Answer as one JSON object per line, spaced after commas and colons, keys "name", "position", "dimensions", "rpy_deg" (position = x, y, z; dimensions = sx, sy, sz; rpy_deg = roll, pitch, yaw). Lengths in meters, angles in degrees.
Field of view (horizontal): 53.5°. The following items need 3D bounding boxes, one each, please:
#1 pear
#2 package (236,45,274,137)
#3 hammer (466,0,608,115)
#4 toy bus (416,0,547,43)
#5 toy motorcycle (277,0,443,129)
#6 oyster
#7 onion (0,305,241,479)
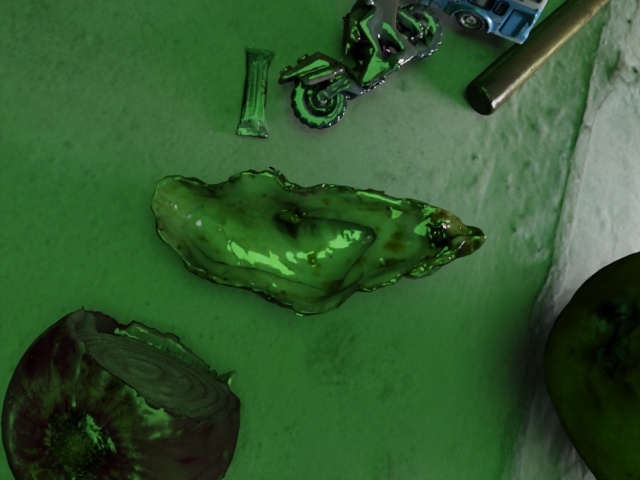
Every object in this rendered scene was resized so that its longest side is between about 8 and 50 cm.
{"name": "pear", "position": [0.428, 0.155, 0.642], "dimensions": [0.413, 0.352, 0.352], "rpy_deg": [5, 80, -25]}
{"name": "package", "position": [-0.075, -0.174, 0.738], "dimensions": [0.037, 0.015, 0.110], "rpy_deg": [6, 82, -13]}
{"name": "hammer", "position": [0.355, -0.313, 0.849], "dimensions": [0.440, 0.044, 0.168], "rpy_deg": [-43, 94, -16]}
{"name": "toy bus", "position": [0.135, -0.348, 0.747], "dimensions": [0.297, 0.131, 0.106], "rpy_deg": [22, 78, 0]}
{"name": "toy motorcycle", "position": [0.040, -0.226, 0.742], "dimensions": [0.212, 0.084, 0.118], "rpy_deg": [-38, 100, -11]}
{"name": "oyster", "position": [-0.001, -0.002, 0.685], "dimensions": [0.341, 0.110, 0.166], "rpy_deg": [-8, 78, -12]}
{"name": "onion", "position": [-0.189, 0.176, 0.582], "dimensions": [0.207, 0.200, 0.200], "rpy_deg": [33, 75, -20]}
